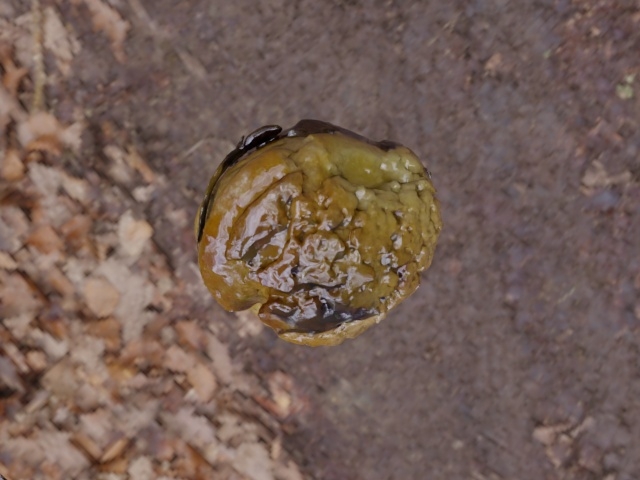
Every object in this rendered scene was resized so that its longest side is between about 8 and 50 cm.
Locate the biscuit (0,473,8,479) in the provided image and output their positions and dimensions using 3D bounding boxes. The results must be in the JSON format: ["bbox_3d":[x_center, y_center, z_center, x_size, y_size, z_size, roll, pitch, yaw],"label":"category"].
[{"bbox_3d":[-0.325,0.151,0.970,0.151,0.063,0.235,-39,82,15],"label":"biscuit"}]

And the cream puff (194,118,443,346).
[{"bbox_3d":[0.000,0.000,0.683,0.133,0.104,0.119,-4,120,-3],"label":"cream puff"}]
